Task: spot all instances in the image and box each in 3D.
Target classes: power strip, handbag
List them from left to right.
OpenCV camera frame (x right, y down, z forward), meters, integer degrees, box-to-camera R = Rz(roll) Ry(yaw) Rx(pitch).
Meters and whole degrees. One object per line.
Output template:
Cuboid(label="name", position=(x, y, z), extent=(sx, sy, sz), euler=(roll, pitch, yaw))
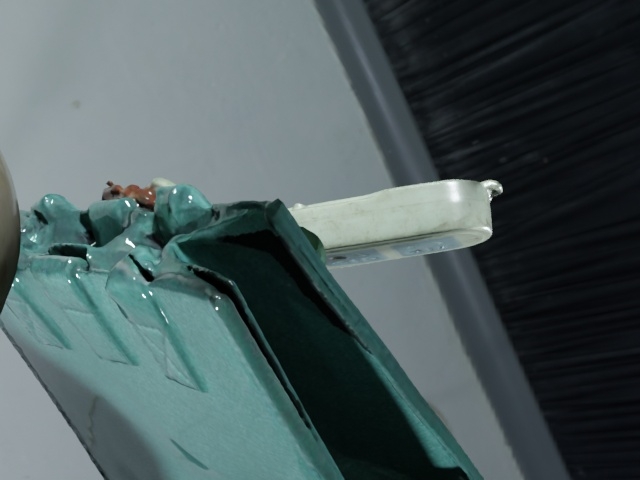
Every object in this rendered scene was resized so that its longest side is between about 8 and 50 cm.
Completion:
Cuboid(label="handbag", position=(-0.052, 0.086, 0.558), extent=(0.100, 0.269, 0.274), euler=(-46, 119, -32))
Cuboid(label="power strip", position=(0.000, -0.003, 0.772), extent=(0.080, 0.286, 0.048), euler=(34, 47, -73))

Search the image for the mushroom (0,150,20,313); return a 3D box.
Cuboid(label="mushroom", position=(-0.233, 0.021, 0.418), extent=(0.178, 0.226, 0.226), euler=(27, 62, -12))
